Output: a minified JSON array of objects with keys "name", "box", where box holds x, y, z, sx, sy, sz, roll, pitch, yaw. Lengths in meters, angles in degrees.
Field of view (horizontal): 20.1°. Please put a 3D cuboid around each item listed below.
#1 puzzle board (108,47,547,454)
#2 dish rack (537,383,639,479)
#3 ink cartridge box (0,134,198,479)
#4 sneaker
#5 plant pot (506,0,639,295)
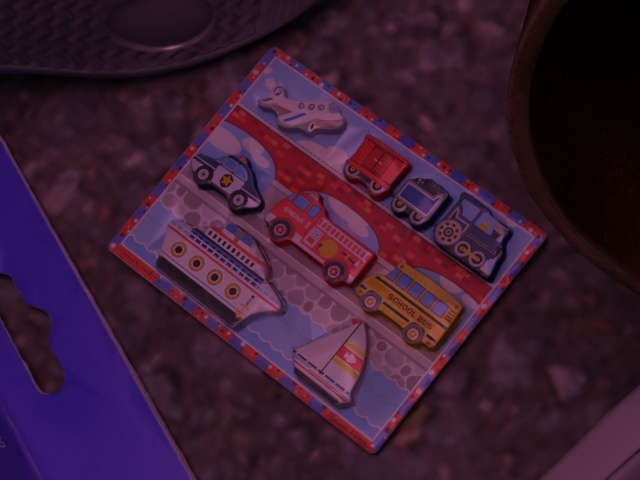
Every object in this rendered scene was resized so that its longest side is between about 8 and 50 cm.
[{"name":"puzzle board","box":[0.000,0.000,0.632,0.128,0.011,0.096,36,82,23]},{"name":"dish rack","box":[0.228,0.108,0.453,0.285,0.072,0.333,-41,41,-4]},{"name":"ink cartridge box","box":[-0.172,0.069,0.633,0.208,0.045,0.206,-33,66,-1]},{"name":"sneaker","box":[-0.120,-0.139,0.669,0.256,0.094,0.151,-6,64,9]},{"name":"plant pot","box":[0.165,-0.118,0.466,0.215,0.215,0.230,1,58,14]}]
